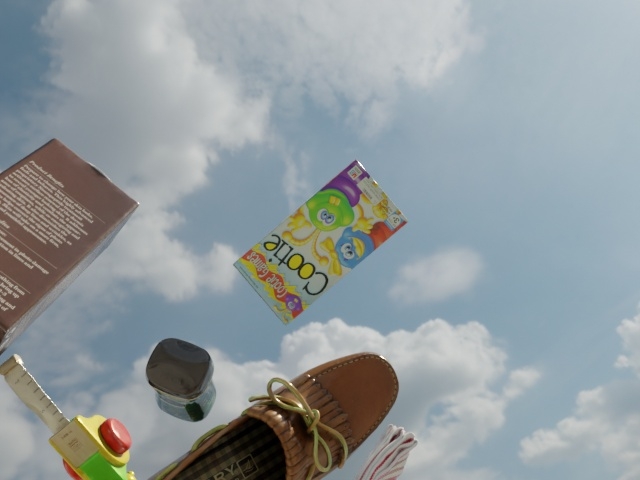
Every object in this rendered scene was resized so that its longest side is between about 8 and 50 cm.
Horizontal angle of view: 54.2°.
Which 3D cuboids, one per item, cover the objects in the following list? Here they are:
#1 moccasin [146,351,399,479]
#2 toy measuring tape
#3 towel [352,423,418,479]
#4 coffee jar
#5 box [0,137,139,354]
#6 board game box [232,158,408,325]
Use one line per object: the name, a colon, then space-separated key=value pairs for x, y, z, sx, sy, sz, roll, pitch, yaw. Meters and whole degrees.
moccasin: x=-0.056 y=0.249 z=0.769 sx=0.379 sy=0.139 sz=0.147 roll=-20 pitch=-14 yaw=-24
toy measuring tape: x=-0.442 y=0.330 z=1.127 sx=0.121 sy=0.121 sz=0.330 roll=-36 pitch=-80 yaw=8
towel: x=0.028 y=0.265 z=0.537 sx=0.144 sy=0.029 sz=0.197 roll=-42 pitch=-32 yaw=-44
coffee jar: x=-0.211 y=0.216 z=0.961 sx=0.096 sy=0.079 sz=0.184 roll=20 pitch=-29 yaw=3
box: x=-0.479 y=0.006 z=0.998 sx=0.191 sy=0.381 sz=0.143 roll=40 pitch=-56 yaw=-9
board game box: x=0.000 y=0.000 z=1.119 sx=0.275 sy=0.144 sz=0.142 roll=-41 pitch=-88 yaw=2
